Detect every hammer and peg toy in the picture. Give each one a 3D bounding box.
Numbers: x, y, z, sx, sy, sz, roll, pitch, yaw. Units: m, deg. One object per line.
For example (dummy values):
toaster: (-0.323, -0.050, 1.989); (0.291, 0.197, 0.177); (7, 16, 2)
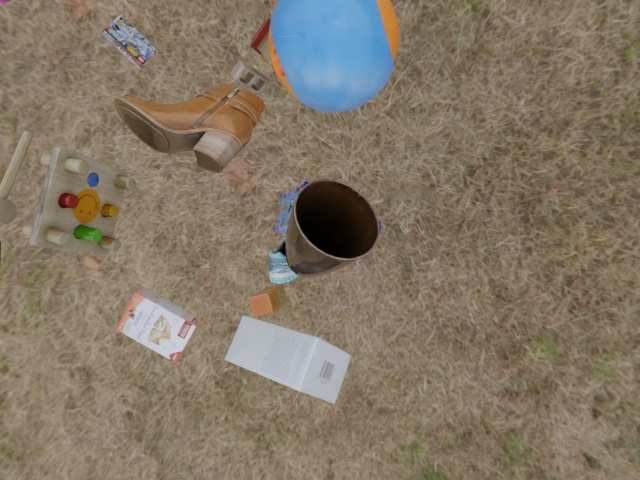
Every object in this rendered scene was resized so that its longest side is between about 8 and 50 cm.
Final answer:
hammer and peg toy: (-0.652, -0.109, 1.101); (0.127, 0.361, 0.266); (12, 86, 15)

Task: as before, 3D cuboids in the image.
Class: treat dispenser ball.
treat dispenser ball: (0.028, -0.432, 0.933); (0.288, 0.288, 0.288); (1, 100, 4)

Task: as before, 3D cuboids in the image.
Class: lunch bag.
lunch bag: (0.031, -0.058, 1.308); (0.293, 0.221, 0.138); (17, 81, -21)

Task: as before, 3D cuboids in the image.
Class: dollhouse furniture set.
dollhouse furniture set: (-0.183, -0.488, 1.368); (0.374, 0.152, 0.201); (-46, 56, 22)

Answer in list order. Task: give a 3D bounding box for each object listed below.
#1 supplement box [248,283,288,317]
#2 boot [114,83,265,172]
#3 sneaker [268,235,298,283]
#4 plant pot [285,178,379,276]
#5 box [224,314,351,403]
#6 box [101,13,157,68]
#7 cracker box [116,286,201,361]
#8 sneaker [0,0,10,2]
supplement box: (-0.185, 0.214, 1.544); (0.080, 0.233, 0.078); (-15, 91, 7)
boot: (-0.282, -0.294, 0.949); (0.283, 0.109, 0.220); (23, 61, 5)
sneaker: (-0.065, 0.029, 1.398); (0.110, 0.283, 0.122); (8, 120, 34)
plant pot: (0.000, 0.000, 1.071); (0.215, 0.215, 0.230); (35, 144, -2)
box: (-0.111, 0.393, 1.423); (0.345, 0.215, 0.168); (7, 67, 39)
box: (-0.593, -0.618, 1.320); (0.027, 0.094, 0.137); (-18, 130, 41)
cracker box: (-0.544, 0.283, 1.431); (0.232, 0.067, 0.156); (30, 101, -4)
sneaker: (-0.519, -0.369, 0.501); (0.111, 0.252, 0.103); (-7, 67, 29)
